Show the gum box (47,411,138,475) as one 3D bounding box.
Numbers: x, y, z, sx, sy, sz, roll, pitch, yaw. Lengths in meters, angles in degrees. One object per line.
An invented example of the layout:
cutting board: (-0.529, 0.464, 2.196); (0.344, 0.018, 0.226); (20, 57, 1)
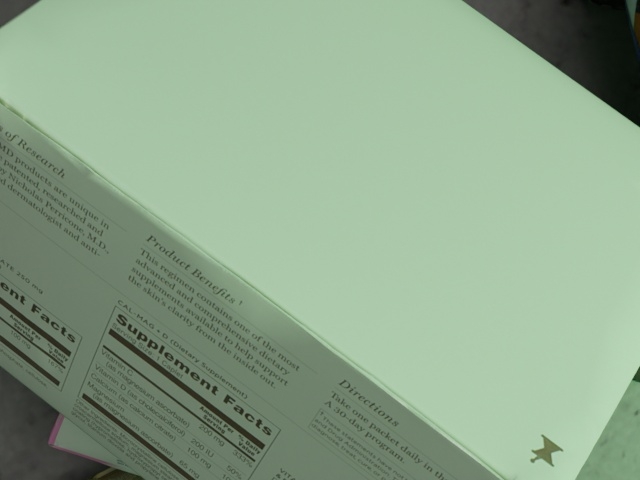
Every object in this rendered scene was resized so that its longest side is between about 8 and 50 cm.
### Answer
gum box: (-0.019, 0.068, 0.686); (0.188, 0.062, 0.107); (20, 48, -9)

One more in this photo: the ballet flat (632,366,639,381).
ballet flat: (0.104, -0.026, 0.718); (0.280, 0.096, 0.095); (36, 57, -8)

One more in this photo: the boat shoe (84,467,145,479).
boat shoe: (-0.121, 0.143, 0.698); (0.153, 0.048, 0.056); (-29, 116, -6)

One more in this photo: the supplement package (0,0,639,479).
supplement package: (0.000, 0.000, 0.607); (0.262, 0.145, 0.204); (37, 48, 6)

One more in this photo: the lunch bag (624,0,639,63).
lunch bag: (0.302, -0.086, 0.727); (0.303, 0.115, 0.243); (-20, 93, -31)

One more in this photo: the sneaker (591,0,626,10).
sneaker: (0.130, -0.261, 0.748); (0.124, 0.107, 0.283); (-32, 93, -18)
